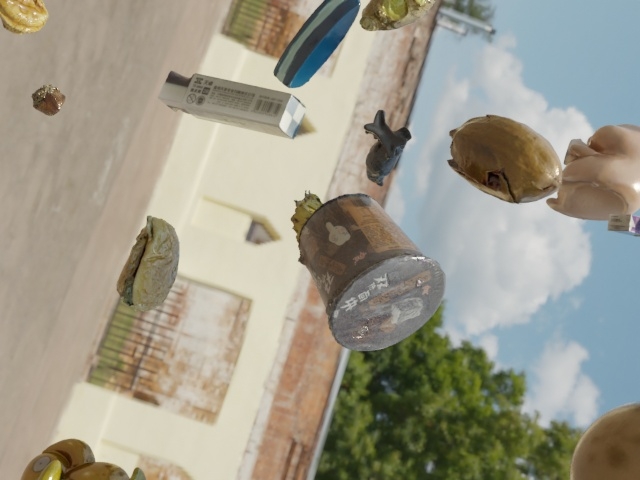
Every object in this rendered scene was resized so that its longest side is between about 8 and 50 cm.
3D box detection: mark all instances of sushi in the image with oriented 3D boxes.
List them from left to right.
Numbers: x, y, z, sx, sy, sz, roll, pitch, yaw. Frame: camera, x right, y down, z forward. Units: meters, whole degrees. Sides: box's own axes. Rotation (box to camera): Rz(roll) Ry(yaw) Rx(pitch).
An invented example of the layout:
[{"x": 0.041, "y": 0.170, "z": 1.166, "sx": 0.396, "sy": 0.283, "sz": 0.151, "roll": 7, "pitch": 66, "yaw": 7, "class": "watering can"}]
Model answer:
[{"x": -0.523, "y": -0.270, "z": 1.727, "sx": 0.052, "sy": 0.055, "sz": 0.120, "roll": -47, "pitch": -156, "yaw": 7, "class": "sushi"}]

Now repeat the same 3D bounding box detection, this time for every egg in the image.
[{"x": 0.597, "y": 0.437, "z": 1.525, "sx": 0.374, "sy": 0.301, "sz": 0.301, "roll": 41, "pitch": -64, "yaw": 49, "class": "egg"}]

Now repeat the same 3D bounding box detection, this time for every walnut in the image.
[{"x": 0.305, "y": -0.139, "z": 1.509, "sx": 0.245, "sy": 0.137, "sz": 0.137, "roll": 42, "pitch": -62, "yaw": 45, "class": "walnut"}]

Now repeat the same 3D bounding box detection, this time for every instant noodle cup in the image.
[{"x": 0.076, "y": 0.046, "z": 1.564, "sx": 0.207, "sy": 0.217, "sz": 0.217, "roll": 59, "pitch": -43, "yaw": 43, "class": "instant noodle cup"}]

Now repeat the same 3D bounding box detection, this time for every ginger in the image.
[{"x": 0.190, "y": -0.551, "z": 2.098, "sx": 0.102, "sy": 0.216, "sz": 0.157, "roll": 66, "pitch": 20, "yaw": -13, "class": "ginger"}]

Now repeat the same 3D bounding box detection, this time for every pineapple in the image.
[{"x": 0.001, "y": 0.000, "z": 2.241, "sx": 0.079, "sy": 0.233, "sz": 0.135, "roll": -34, "pitch": 170, "yaw": -41, "class": "pineapple"}]

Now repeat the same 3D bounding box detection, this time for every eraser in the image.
[{"x": -0.232, "y": -0.352, "z": 2.334, "sx": 0.096, "sy": 0.404, "sz": 0.098, "roll": 37, "pitch": 73, "yaw": -57, "class": "eraser"}]

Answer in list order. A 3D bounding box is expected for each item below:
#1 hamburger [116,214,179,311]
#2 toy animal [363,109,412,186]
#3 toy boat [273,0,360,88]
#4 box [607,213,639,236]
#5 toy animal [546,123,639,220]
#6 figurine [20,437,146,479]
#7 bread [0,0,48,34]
[{"x": -0.405, "y": 0.059, "z": 2.200, "sx": 0.155, "sy": 0.135, "sz": 0.207, "roll": -90, "pitch": -155, "yaw": -59, "class": "hamburger"}, {"x": 0.165, "y": -0.230, "z": 2.295, "sx": 0.117, "sy": 0.121, "sz": 0.210, "roll": -37, "pitch": 163, "yaw": -21, "class": "toy animal"}, {"x": 0.001, "y": -0.456, "z": 2.017, "sx": 0.096, "sy": 0.061, "sz": 0.299, "roll": -14, "pitch": 155, "yaw": -46, "class": "toy boat"}, {"x": 0.614, "y": -0.029, "z": 1.771, "sx": 0.051, "sy": 0.117, "sz": 0.036, "roll": 4, "pitch": -92, "yaw": 49, "class": "box"}, {"x": 0.667, "y": -0.163, "z": 2.092, "sx": 0.256, "sy": 0.213, "sz": 0.195, "roll": -61, "pitch": 159, "yaw": -27, "class": "toy animal"}, {"x": -0.461, "y": 0.488, "z": 1.723, "sx": 0.215, "sy": 0.228, "sz": 0.215, "roll": -158, "pitch": -90, "yaw": -80, "class": "figurine"}, {"x": -0.476, "y": -0.371, "z": 1.403, "sx": 0.044, "sy": 0.110, "sz": 0.083, "roll": -29, "pitch": -177, "yaw": 39, "class": "bread"}]
